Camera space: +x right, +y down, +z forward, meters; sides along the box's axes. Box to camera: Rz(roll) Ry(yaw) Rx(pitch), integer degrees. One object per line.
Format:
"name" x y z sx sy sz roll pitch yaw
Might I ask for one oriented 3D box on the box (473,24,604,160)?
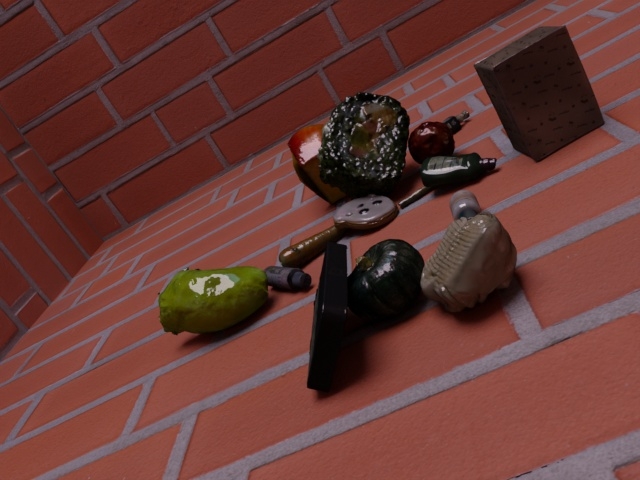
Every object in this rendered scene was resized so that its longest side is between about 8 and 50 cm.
"box" 0.606 -0.416 1.753 0.225 0.297 0.190 -30 20 6

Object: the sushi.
"sushi" 0.141 -0.316 2.110 0.178 0.294 0.351 112 171 -64

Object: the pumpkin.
"pumpkin" 0.144 0.088 1.450 0.212 0.152 0.211 -32 15 9

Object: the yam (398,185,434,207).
"yam" 0.343 -0.171 1.957 0.234 0.027 0.029 -32 39 -1

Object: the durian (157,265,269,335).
"durian" -0.314 0.165 1.878 0.340 0.204 0.256 -11 17 43

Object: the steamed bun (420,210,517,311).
"steamed bun" 0.321 0.052 1.301 0.218 0.144 0.211 -62 11 5

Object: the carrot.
"carrot" 0.000 0.000 2.007 0.298 0.078 0.078 -32 19 -14

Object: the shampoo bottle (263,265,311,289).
"shampoo bottle" -0.100 0.113 1.878 0.072 0.072 0.214 -41 22 -25

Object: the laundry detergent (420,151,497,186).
"laundry detergent" 0.417 -0.222 1.875 0.222 0.078 0.144 -8 28 27

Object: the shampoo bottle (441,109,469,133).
"shampoo bottle" 0.466 -0.415 2.316 0.208 0.057 0.063 -35 12 -15

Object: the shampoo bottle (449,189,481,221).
"shampoo bottle" 0.372 -0.065 1.592 0.074 0.074 0.192 -26 21 16

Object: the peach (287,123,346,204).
"peach" 0.033 -0.308 2.360 0.242 0.306 0.380 -34 14 14

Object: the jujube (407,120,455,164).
"jujube" 0.362 -0.315 2.046 0.155 0.155 0.230 -27 4 12

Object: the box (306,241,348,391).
"box" 0.017 0.160 1.411 0.058 0.211 0.350 9 24 -3

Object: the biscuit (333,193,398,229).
"biscuit" 0.144 -0.094 1.981 0.208 0.049 0.181 4 34 43
